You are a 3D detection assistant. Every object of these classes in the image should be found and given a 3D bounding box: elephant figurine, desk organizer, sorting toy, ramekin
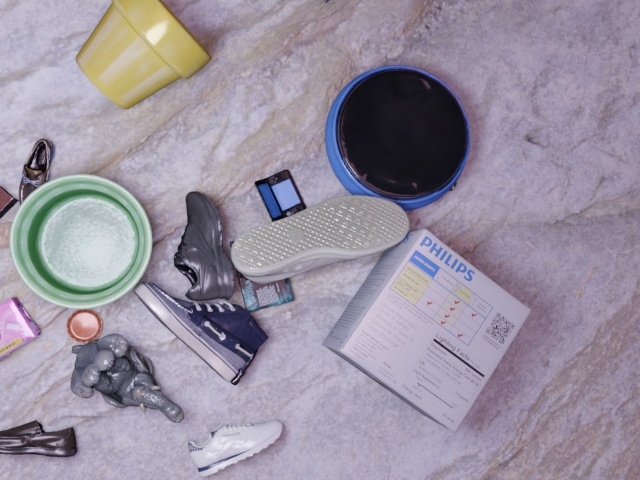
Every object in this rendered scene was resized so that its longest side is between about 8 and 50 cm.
[{"bbox_3d":[-0.454,0.335,1.551,0.169,0.186,0.239,-34,126,22],"label":"elephant figurine"},{"bbox_3d":[-0.777,-0.066,1.541,0.050,0.047,0.130,42,80,-6],"label":"desk organizer"},{"bbox_3d":[-0.725,-0.016,1.567,0.083,0.012,0.061,-11,86,-9],"label":"sorting toy"},{"bbox_3d":[-0.545,0.004,1.536,0.304,0.148,0.303,0,88,-12],"label":"ramekin"}]

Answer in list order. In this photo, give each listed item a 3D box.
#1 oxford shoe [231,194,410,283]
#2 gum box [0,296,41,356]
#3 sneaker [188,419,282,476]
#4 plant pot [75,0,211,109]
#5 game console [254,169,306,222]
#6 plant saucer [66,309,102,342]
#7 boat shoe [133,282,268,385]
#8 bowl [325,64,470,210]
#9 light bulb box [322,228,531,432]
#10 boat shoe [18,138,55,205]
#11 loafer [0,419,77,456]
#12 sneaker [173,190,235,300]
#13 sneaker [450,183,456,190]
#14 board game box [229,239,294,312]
[{"bbox_3d":[0.000,0.000,1.636,0.450,0.130,0.169,-15,66,-9],"label":"oxford shoe"},{"bbox_3d":[-0.757,0.220,1.526,0.189,0.062,0.107,-32,95,-11],"label":"gum box"},{"bbox_3d":[-0.208,0.491,1.629,0.235,0.090,0.094,-23,83,-14],"label":"sneaker"},{"bbox_3d":[-0.427,-0.445,1.544,0.239,0.254,0.254,-42,97,6],"label":"plant pot"},{"bbox_3d":[-0.100,-0.111,1.677,0.107,0.071,0.122,-25,94,-12],"label":"game console"},{"bbox_3d":[-0.570,0.206,1.593,0.084,0.013,0.083,1,87,-13],"label":"plant saucer"},{"bbox_3d":[-0.283,0.187,1.612,0.340,0.127,0.158,46,73,-15],"label":"boat shoe"},{"bbox_3d":[0.209,-0.273,1.731,0.392,0.077,0.390,1,85,-8],"label":"bowl"},{"bbox_3d":[0.261,0.219,1.666,0.358,0.225,0.361,37,80,-8],"label":"light bulb box"},{"bbox_3d":[-0.677,-0.153,1.555,0.066,0.066,0.183,9,86,-12],"label":"boat shoe"},{"bbox_3d":[-0.678,0.456,1.535,0.220,0.080,0.078,9,76,-17],"label":"loafer"},{"bbox_3d":[-0.294,0.012,1.579,0.130,0.109,0.286,-9,69,-23],"label":"sneaker"},{"bbox_3d":[0.339,-0.173,1.800,0.035,0.031,0.083,-39,91,-36],"label":"sneaker"},{"bbox_3d":[-0.150,0.079,1.682,0.126,0.026,0.186,-13,91,-12],"label":"board game box"}]
